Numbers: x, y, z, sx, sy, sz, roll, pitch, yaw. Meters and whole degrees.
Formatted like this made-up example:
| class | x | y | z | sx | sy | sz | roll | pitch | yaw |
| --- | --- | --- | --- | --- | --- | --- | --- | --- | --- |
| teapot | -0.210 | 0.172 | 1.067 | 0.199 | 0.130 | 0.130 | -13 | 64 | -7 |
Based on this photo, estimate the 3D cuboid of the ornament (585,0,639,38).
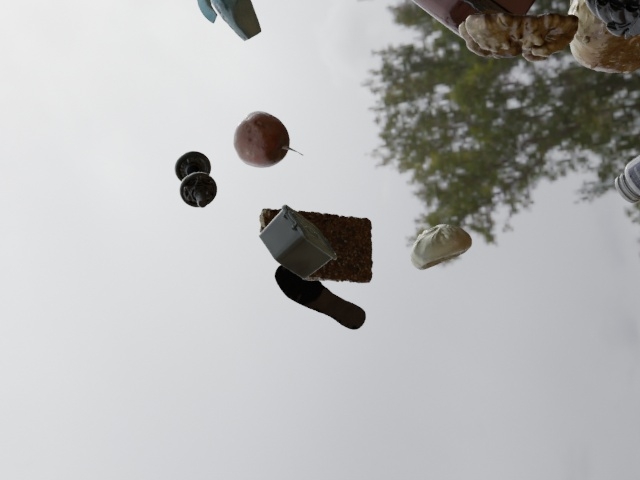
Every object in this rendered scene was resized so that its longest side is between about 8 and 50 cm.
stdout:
| class | x | y | z | sx | sy | sz | roll | pitch | yaw |
| --- | --- | --- | --- | --- | --- | --- | --- | --- | --- |
| ornament | 0.448 | -0.401 | 1.287 | 0.106 | 0.260 | 0.251 | -45 | -27 | -32 |

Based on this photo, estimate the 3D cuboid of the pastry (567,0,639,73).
| class | x | y | z | sx | sy | sz | roll | pitch | yaw |
| --- | --- | --- | --- | --- | --- | --- | --- | --- | --- |
| pastry | 0.623 | -0.470 | 1.778 | 0.285 | 0.316 | 0.184 | -2 | -112 | -27 |

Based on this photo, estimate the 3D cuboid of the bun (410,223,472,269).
| class | x | y | z | sx | sy | sz | roll | pitch | yaw |
| --- | --- | --- | --- | --- | --- | --- | --- | --- | --- |
| bun | 0.333 | 0.011 | 2.584 | 0.183 | 0.183 | 0.102 | 5 | -118 | -63 |

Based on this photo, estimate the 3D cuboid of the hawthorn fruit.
| class | x | y | z | sx | sy | sz | roll | pitch | yaw |
| --- | --- | --- | --- | --- | --- | --- | --- | --- | --- |
| hawthorn fruit | -0.143 | -0.259 | 2.320 | 0.149 | 0.189 | 0.149 | 0 | -91 | -29 |

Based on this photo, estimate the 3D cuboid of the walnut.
| class | x | y | z | sx | sy | sz | roll | pitch | yaw |
| --- | --- | --- | --- | --- | --- | --- | --- | --- | --- |
| walnut | 0.294 | -0.303 | 1.353 | 0.143 | 0.170 | 0.069 | -72 | -17 | -87 |

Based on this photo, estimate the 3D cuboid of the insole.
| class | x | y | z | sx | sy | sz | roll | pitch | yaw |
| --- | --- | --- | --- | --- | --- | --- | --- | --- | --- |
| insole | -0.003 | 0.141 | 2.237 | 0.086 | 0.253 | 0.005 | -58 | -2 | -21 |

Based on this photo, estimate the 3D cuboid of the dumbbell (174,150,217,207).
| class | x | y | z | sx | sy | sz | roll | pitch | yaw |
| --- | --- | --- | --- | --- | --- | --- | --- | --- | --- |
| dumbbell | -0.263 | -0.130 | 1.927 | 0.254 | 0.082 | 0.081 | -117 | 2 | -59 |

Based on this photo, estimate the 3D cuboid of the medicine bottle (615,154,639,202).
| class | x | y | z | sx | sy | sz | roll | pitch | yaw |
| --- | --- | --- | --- | --- | --- | --- | --- | --- | --- |
| medicine bottle | 0.824 | -0.173 | 2.247 | 0.107 | 0.191 | 0.107 | 19 | -129 | -25 |

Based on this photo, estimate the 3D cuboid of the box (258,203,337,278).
| class | x | y | z | sx | sy | sz | roll | pitch | yaw |
| --- | --- | --- | --- | --- | --- | --- | --- | --- | --- |
| box | -0.038 | 0.005 | 1.465 | 0.122 | 0.069 | 0.084 | 36 | -164 | -52 |

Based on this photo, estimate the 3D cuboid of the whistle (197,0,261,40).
| class | x | y | z | sx | sy | sz | roll | pitch | yaw |
| --- | --- | --- | --- | --- | --- | --- | --- | --- | --- |
| whistle | -0.216 | -0.553 | 1.946 | 0.186 | 0.093 | 0.274 | -42 | -76 | -39 |

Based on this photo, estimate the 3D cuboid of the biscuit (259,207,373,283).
| class | x | y | z | sx | sy | sz | roll | pitch | yaw |
| --- | --- | --- | --- | --- | --- | --- | --- | --- | --- |
| biscuit | -0.004 | 0.011 | 1.707 | 0.237 | 0.026 | 0.131 | 5 | -103 | -29 |

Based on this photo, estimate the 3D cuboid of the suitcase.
| class | x | y | z | sx | sy | sz | roll | pitch | yaw |
| --- | --- | --- | --- | --- | --- | --- | --- | --- | --- |
| suitcase | 0.233 | -0.498 | 1.674 | 0.297 | 0.161 | 0.236 | 49 | -158 | 28 |
